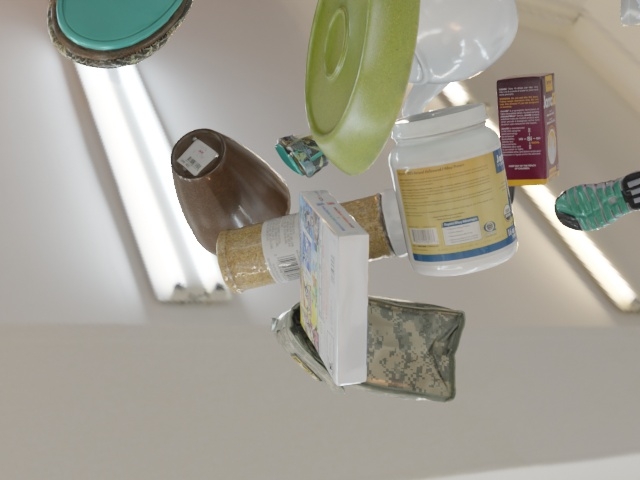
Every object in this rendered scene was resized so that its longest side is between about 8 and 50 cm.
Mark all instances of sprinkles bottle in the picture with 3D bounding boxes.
[{"bbox_3d":[0.000,0.000,1.517,0.356,0.121,0.121,-13,-147,13],"label":"sprinkles bottle"}]

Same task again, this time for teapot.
[{"bbox_3d":[0.128,-0.307,1.179,0.256,0.187,0.252,50,174,-7],"label":"teapot"}]

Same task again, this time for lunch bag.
[{"bbox_3d":[0.063,0.171,1.418,0.287,0.235,0.168,10,-100,-6],"label":"lunch bag"}]

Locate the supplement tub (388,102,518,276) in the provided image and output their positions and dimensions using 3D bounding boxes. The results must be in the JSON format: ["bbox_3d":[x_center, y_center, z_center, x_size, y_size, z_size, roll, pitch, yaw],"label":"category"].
[{"bbox_3d":[0.169,-0.067,1.120,0.145,0.199,0.144,-12,-168,3],"label":"supplement tub"}]

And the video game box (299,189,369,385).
[{"bbox_3d":[0.015,0.057,1.142,0.048,0.205,0.187,-7,-158,-17],"label":"video game box"}]

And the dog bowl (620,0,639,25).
[{"bbox_3d":[0.683,-0.582,1.684,0.102,0.348,0.349,18,-152,23],"label":"dog bowl"}]

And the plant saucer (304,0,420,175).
[{"bbox_3d":[0.029,-0.182,0.813,0.037,0.240,0.241,6,-141,-16],"label":"plant saucer"}]

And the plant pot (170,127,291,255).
[{"bbox_3d":[-0.192,-0.108,1.657,0.215,0.215,0.230,51,177,28],"label":"plant pot"}]

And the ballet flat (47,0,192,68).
[{"bbox_3d":[-0.248,-0.369,1.187,0.164,0.182,0.482,17,-123,-12],"label":"ballet flat"}]

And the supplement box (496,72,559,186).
[{"bbox_3d":[0.368,-0.197,1.532,0.081,0.188,0.104,1,-166,28],"label":"supplement box"}]

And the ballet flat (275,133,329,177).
[{"bbox_3d":[-0.023,-0.135,1.338,0.070,0.070,0.188,19,-171,-17],"label":"ballet flat"}]

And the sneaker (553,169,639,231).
[{"bbox_3d":[0.512,-0.071,1.493,0.098,0.224,0.083,-15,-90,-35],"label":"sneaker"}]

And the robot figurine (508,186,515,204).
[{"bbox_3d":[0.339,-0.081,2.000,0.209,0.173,0.278,10,-129,15],"label":"robot figurine"}]
